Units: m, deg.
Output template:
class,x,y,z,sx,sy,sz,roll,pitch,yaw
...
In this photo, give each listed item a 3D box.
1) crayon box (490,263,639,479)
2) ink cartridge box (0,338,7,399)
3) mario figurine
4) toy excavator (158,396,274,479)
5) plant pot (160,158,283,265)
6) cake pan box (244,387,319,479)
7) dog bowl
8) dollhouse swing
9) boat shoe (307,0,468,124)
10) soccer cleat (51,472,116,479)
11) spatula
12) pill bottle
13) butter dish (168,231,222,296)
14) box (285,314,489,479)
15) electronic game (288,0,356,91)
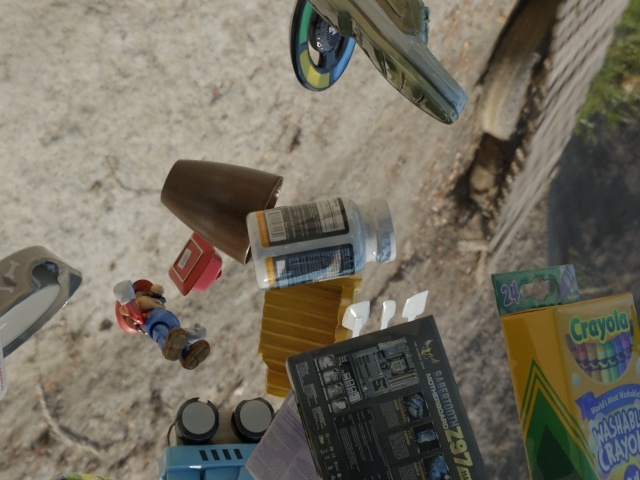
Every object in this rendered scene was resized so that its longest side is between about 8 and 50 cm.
class,x,y,z,sx,sy,sz,roll,pitch,yaw
crayon box,0.331,0.186,1.094,0.203,0.323,0.083,-4,171,-44
ink cartridge box,-0.632,0.261,1.524,0.203,0.085,0.148,-77,173,-60
mario figurine,-0.397,0.180,2.182,0.170,0.320,0.198,-29,130,-28
toy excavator,-0.303,0.621,2.086,0.432,0.445,0.222,2,152,-18
plant pot,-0.229,-0.089,1.942,0.215,0.230,0.215,24,90,-89
cake pan box,-0.006,0.436,1.700,0.070,0.267,0.246,-9,134,-55
dog bowl,-0.655,0.146,1.788,0.349,0.102,0.349,-44,177,-3
dollhouse swing,-0.049,0.247,2.129,0.305,0.315,0.347,-27,126,-68
boat shoe,0.105,-0.295,1.215,0.103,0.302,0.113,-43,175,-6
soccer cleat,-0.395,0.486,1.662,0.121,0.289,0.094,-28,115,-64
spatula,0.122,0.180,1.765,0.168,0.019,0.242,-14,147,-13
pill bottle,0.000,0.000,1.731,0.278,0.162,0.162,-10,149,-5
butter dish,-0.324,0.075,2.415,0.118,0.160,0.160,28,99,-37
box,0.078,0.221,1.003,0.183,0.233,0.059,-16,166,-9
electronic game,0.011,-0.378,1.547,0.229,0.048,0.229,-42,141,-46
